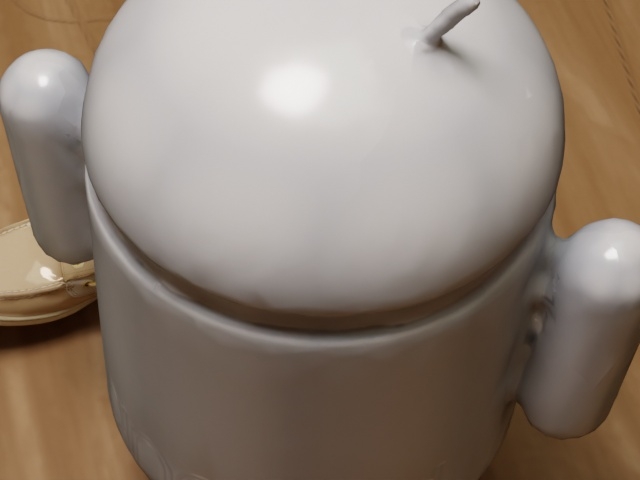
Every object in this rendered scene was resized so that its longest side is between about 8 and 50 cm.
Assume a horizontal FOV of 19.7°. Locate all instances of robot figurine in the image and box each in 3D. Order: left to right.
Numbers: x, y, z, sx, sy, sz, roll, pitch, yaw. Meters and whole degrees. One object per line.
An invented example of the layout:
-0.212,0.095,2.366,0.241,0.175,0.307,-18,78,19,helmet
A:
0.000,0.000,0.815,0.300,0.353,0.200,15,51,11,robot figurine

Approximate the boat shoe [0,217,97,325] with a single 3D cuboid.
-0.120,-0.003,0.982,0.170,0.059,0.063,-16,64,-29,boat shoe
